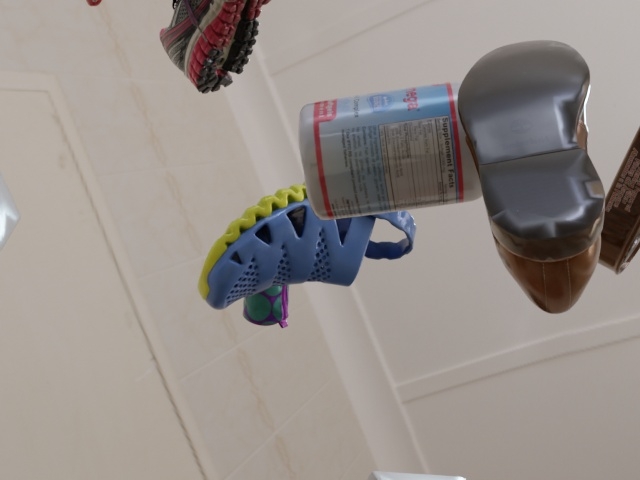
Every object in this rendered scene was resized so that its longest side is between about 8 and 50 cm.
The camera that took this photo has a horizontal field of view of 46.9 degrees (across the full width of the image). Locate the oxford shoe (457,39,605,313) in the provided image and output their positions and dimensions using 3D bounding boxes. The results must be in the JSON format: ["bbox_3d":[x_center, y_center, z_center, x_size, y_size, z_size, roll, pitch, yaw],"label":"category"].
[{"bbox_3d":[0.121,-0.047,0.430,0.076,0.212,0.076,-4,-47,18],"label":"oxford shoe"}]

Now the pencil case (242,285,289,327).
[{"bbox_3d":[-0.065,0.037,0.992,0.070,0.064,0.151,17,-72,26],"label":"pencil case"}]

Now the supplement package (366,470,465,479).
[{"bbox_3d":[0.124,0.482,0.993,0.262,0.199,0.198,-61,-140,14],"label":"supplement package"}]

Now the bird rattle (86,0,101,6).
[{"bbox_3d":[-0.289,-0.362,0.768,0.207,0.253,0.143,10,-118,39],"label":"bird rattle"}]

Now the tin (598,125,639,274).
[{"bbox_3d":[0.264,-0.058,0.580,0.040,0.106,0.189,35,-49,28],"label":"tin"}]

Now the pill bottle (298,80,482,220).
[{"bbox_3d":[0.069,-0.066,0.528,0.160,0.087,0.087,-7,-83,7],"label":"pill bottle"}]

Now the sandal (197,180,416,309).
[{"bbox_3d":[0.000,0.000,0.887,0.138,0.317,0.126,54,-26,12],"label":"sandal"}]

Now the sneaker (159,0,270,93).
[{"bbox_3d":[-0.123,-0.331,0.929,0.112,0.121,0.299,45,-55,14],"label":"sneaker"}]

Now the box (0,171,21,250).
[{"bbox_3d":[-0.329,-0.005,0.563,0.130,0.170,0.091,-12,-61,3],"label":"box"}]
